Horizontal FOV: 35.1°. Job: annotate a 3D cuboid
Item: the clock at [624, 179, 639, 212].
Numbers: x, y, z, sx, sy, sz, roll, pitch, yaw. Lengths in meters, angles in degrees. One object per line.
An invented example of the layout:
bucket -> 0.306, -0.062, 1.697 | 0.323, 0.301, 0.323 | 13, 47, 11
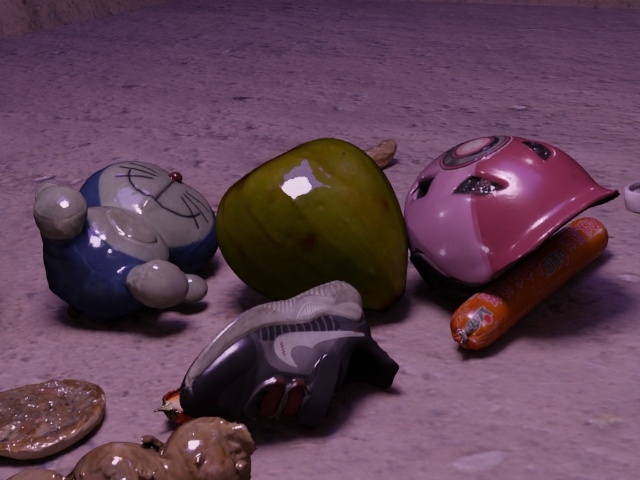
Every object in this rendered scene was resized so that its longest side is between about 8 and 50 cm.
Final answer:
clock -> 0.479, -0.066, 1.370 | 0.129, 0.041, 0.087 | -16, 20, -15

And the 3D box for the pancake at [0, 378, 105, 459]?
pancake -> -0.270, 0.165, 0.944 | 0.139, 0.022, 0.139 | -3, 21, 1

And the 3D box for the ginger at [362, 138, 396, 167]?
ginger -> 0.040, -0.129, 1.615 | 0.173, 0.051, 0.069 | -2, 26, -7

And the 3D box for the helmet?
helmet -> 0.185, -0.043, 1.113 | 0.198, 0.154, 0.253 | -30, -10, -23

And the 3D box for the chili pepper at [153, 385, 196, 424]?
chili pepper -> -0.084, 0.139, 0.969 | 0.178, 0.027, 0.045 | -22, 32, -38

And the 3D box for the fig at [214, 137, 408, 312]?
fig -> 0.000, 0.000, 1.136 | 0.203, 0.203, 0.225 | -26, 69, -44

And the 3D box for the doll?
doll -> -0.221, -0.006, 1.208 | 0.228, 0.154, 0.258 | 32, 35, 1

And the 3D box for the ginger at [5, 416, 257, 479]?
ginger -> -0.150, 0.193, 0.775 | 0.204, 0.080, 0.104 | -14, -9, -26

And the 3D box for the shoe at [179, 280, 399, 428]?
shoe -> -0.020, 0.117, 0.919 | 0.112, 0.099, 0.227 | 43, 41, 22

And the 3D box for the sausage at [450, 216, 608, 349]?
sausage -> 0.241, 0.040, 1.124 | 0.053, 0.053, 0.348 | 12, 26, 36
